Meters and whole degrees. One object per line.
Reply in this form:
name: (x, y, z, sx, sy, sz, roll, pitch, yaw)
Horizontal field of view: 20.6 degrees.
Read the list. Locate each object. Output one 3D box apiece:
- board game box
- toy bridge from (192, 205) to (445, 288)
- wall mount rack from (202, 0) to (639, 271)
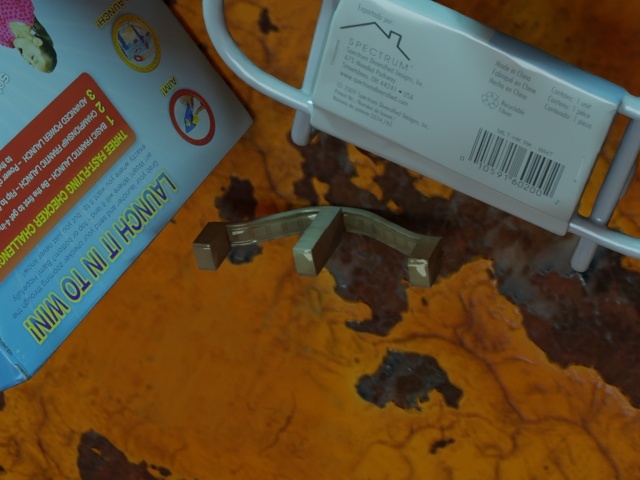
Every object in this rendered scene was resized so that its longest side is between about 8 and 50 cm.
board game box: (-0.224, -0.103, 1.137, 0.086, 0.308, 0.302, -23, 110, 40)
toy bridge: (0.000, 0.000, 1.257, 0.188, 0.063, 0.026, 4, 125, 24)
wall mount rack: (0.116, -0.145, 1.050, 0.350, 0.130, 0.304, 25, 135, 9)
